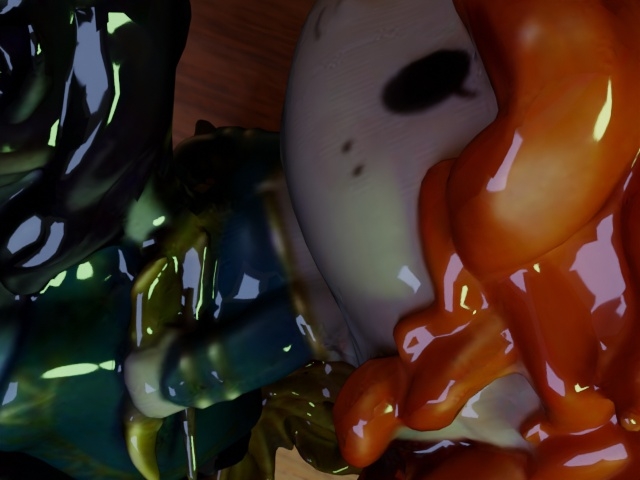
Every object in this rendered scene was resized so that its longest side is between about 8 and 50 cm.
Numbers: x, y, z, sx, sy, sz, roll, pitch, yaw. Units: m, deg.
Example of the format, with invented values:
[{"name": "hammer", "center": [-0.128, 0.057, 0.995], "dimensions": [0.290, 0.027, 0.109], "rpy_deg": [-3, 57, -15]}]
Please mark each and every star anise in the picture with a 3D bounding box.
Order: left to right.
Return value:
[{"name": "star anise", "center": [-0.032, 0.059, 0.654], "dimensions": [0.196, 0.111, 0.212], "rpy_deg": [19, 101, -8]}]

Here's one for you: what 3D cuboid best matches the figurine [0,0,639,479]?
[{"name": "figurine", "center": [-0.011, -0.005, 0.455], "dimensions": [0.411, 0.241, 0.306], "rpy_deg": [5, 120, 8]}]
